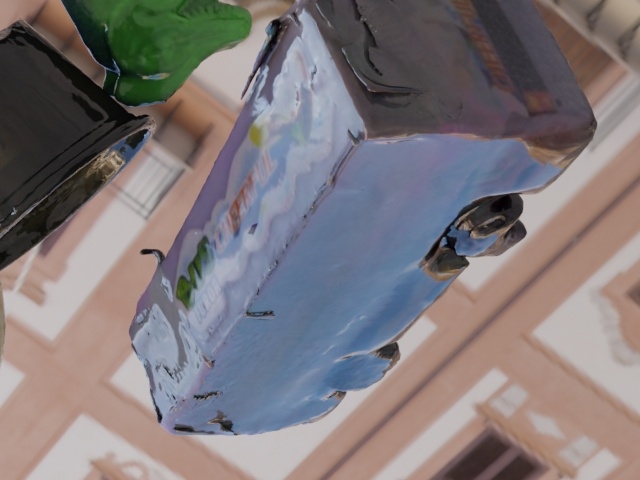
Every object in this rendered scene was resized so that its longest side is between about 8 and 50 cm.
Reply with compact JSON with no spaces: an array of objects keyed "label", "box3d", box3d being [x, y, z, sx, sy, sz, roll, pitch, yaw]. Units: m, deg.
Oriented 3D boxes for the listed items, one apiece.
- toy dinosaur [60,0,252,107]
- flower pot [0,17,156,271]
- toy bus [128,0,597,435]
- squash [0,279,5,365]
[{"label":"toy dinosaur","box3d":[-0.300,-0.170,0.665,0.500,0.144,0.375,-34,-65,-26]},{"label":"flower pot","box3d":[-0.191,-0.059,0.750,0.107,0.157,0.157,50,-152,0]},{"label":"toy bus","box3d":[0.000,0.000,0.630,0.138,0.317,0.112,-9,-120,-31]},{"label":"squash","box3d":[-0.352,0.020,0.936,0.210,0.309,0.234,17,-129,13]}]
